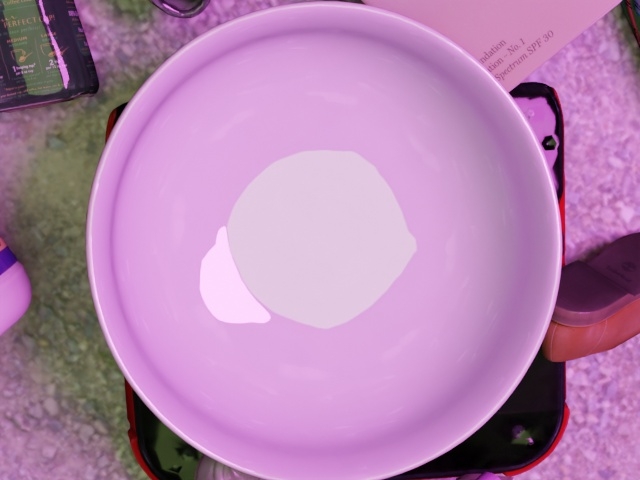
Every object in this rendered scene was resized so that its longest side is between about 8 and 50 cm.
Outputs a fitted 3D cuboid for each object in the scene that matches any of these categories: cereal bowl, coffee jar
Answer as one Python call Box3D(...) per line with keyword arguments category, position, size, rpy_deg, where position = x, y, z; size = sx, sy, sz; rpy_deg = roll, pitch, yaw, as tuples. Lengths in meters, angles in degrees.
Box3D(category="cereal bowl", position=(0.000, 0.000, 0.785), size=(0.339, 0.141, 0.339), rpy_deg=(0, 95, -5))
Box3D(category="coffee jar", position=(-0.237, -0.195, 0.814), size=(0.096, 0.079, 0.184), rpy_deg=(-10, 101, 0))

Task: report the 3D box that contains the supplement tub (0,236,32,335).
Box3D(category="supplement tub", position=(-0.394, -0.022, 0.748), size=(0.241, 0.241, 0.331), rpy_deg=(-34, 101, 1))

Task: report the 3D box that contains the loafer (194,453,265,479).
Box3D(category="loafer", position=(-0.032, 0.289, 0.871), size=(0.112, 0.111, 0.319), rpy_deg=(-42, 120, -40))

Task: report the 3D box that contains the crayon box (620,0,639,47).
Box3D(category="crayon box", position=(0.388, -0.236, 0.858), size=(0.278, 0.081, 0.165), rpy_deg=(-28, 100, 0))

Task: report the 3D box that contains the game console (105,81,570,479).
Box3D(category="game console", position=(0.021, 0.045, 0.894), size=(0.386, 0.060, 0.342), rpy_deg=(-3, 96, -5))

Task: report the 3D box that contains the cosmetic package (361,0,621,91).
Box3D(category="cosmetic package", position=(0.075, -0.264, 0.781), size=(0.309, 0.113, 0.160), rpy_deg=(42, 129, -10))

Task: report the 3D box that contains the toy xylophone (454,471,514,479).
Box3D(category="toy xylophone", position=(0.106, 0.357, 0.869), size=(0.236, 0.081, 0.323), rpy_deg=(-40, 123, -33))

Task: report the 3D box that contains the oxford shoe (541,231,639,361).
Box3D(category="oxford shoe", position=(0.265, 0.046, 0.888), size=(0.212, 0.076, 0.076), rpy_deg=(-16, 129, -25))

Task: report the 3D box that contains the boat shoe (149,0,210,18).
Box3D(category="boat shoe", position=(-0.156, -0.293, 0.728), size=(0.113, 0.105, 0.306), rpy_deg=(-20, 128, -1))
